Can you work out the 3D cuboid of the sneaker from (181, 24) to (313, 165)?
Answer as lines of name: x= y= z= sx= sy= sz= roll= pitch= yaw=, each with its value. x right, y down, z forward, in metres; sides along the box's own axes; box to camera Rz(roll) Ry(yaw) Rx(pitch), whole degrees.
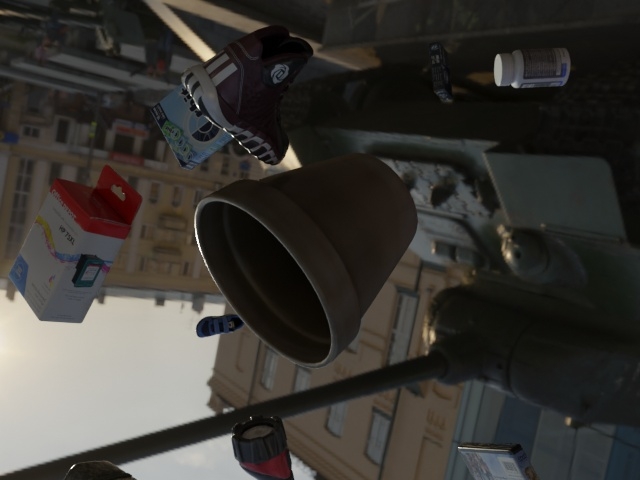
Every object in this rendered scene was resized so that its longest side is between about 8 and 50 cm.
sneaker: x=-0.064 y=-0.208 z=0.943 sx=0.106 sy=0.163 sz=0.281 roll=55 pitch=-170 yaw=16

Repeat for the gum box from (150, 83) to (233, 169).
gum box: x=-0.246 y=-0.264 z=1.376 sx=0.184 sy=0.157 sz=0.041 roll=-34 pitch=166 yaw=16

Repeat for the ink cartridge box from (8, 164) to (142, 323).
ink cartridge box: x=-0.383 y=-0.002 z=1.027 sx=0.134 sy=0.231 sz=0.078 roll=37 pitch=-167 yaw=36

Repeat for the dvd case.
dvd case: x=0.309 y=0.419 z=0.979 sx=0.022 sy=0.253 sz=0.180 roll=-26 pitch=172 yaw=-18

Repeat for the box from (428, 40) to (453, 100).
box: x=0.201 y=-0.282 z=1.100 sx=0.018 sy=0.083 sz=0.067 roll=-8 pitch=174 yaw=23

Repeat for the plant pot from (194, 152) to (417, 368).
plant pot: x=0.000 y=0.000 z=1.091 sx=0.280 sy=0.323 sz=0.323 roll=-37 pitch=-147 yaw=-30

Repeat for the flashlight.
flashlight: x=-0.089 y=0.479 z=1.215 sx=0.103 sy=0.303 sz=0.103 roll=-18 pitch=-165 yaw=-36

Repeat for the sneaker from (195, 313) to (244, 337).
sneaker: x=-0.265 y=0.224 z=1.754 sx=0.144 sy=0.053 sz=0.059 roll=-13 pitch=-170 yaw=-43

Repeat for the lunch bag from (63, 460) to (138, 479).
lunch bag: x=-0.603 y=0.791 z=1.816 sx=0.256 sy=0.305 sz=0.212 roll=23 pitch=171 yaw=18

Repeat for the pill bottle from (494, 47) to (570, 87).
pill bottle: x=0.434 y=-0.355 z=1.357 sx=0.137 sy=0.078 sz=0.078 roll=-2 pitch=-176 yaw=1
